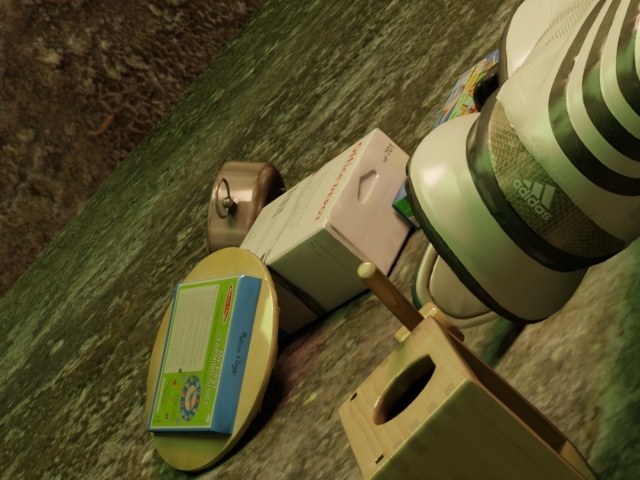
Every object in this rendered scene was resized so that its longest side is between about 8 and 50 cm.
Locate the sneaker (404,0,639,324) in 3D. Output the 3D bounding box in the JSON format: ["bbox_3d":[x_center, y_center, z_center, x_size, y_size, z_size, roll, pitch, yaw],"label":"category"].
[{"bbox_3d":[0.236,-0.122,1.205,0.257,0.169,0.447,-38,5,30],"label":"sneaker"}]

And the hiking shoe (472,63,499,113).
[{"bbox_3d":[0.221,-0.142,1.575,0.114,0.086,0.227,-41,14,-35],"label":"hiking shoe"}]

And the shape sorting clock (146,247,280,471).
[{"bbox_3d":[-0.097,0.107,1.757,0.206,0.040,0.206,-37,44,47],"label":"shape sorting clock"}]

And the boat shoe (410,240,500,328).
[{"bbox_3d":[0.139,-0.026,1.434,0.254,0.095,0.079,-54,17,-29],"label":"boat shoe"}]

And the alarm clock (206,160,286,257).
[{"bbox_3d":[-0.075,-0.019,1.941,0.192,0.064,0.129,46,-131,-69],"label":"alarm clock"}]

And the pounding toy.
[{"bbox_3d":[0.061,0.104,1.134,0.094,0.181,0.206,-47,14,5],"label":"pounding toy"}]

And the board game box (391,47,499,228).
[{"bbox_3d":[0.150,-0.111,1.755,0.136,0.035,0.201,-33,20,45],"label":"board game box"}]

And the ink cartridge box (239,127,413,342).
[{"bbox_3d":[0.000,0.000,1.801,0.191,0.082,0.139,-31,22,46],"label":"ink cartridge box"}]
